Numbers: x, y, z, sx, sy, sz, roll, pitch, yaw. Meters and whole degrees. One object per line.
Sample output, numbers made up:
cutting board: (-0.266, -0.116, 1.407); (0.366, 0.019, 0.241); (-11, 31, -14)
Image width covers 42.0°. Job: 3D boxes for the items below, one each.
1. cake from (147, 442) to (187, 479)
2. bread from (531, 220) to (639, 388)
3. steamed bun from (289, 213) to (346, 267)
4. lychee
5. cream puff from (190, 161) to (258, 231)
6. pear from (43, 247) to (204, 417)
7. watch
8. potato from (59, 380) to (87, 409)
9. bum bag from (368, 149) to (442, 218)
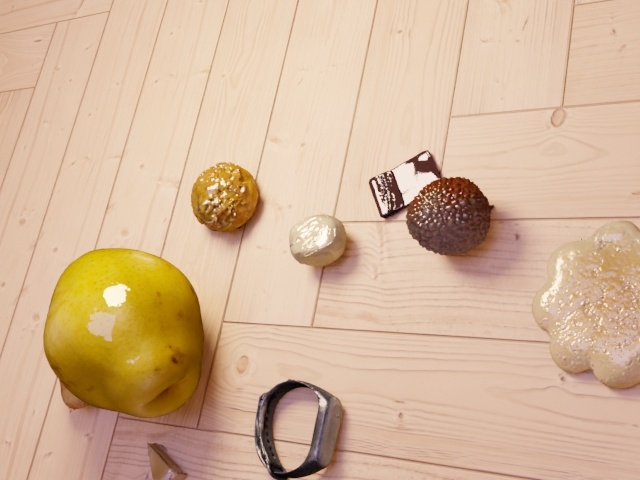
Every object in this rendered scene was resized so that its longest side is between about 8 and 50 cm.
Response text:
cake: (-0.360, 0.504, 1.869); (0.065, 0.052, 0.121); (-52, 53, 4)
bread: (0.529, 0.108, 1.492); (0.316, 0.054, 0.316); (-12, 64, 26)
steamed bun: (0.000, 0.000, 1.849); (0.130, 0.091, 0.113); (-18, 58, 23)
lychee: (0.265, -0.049, 1.675); (0.165, 0.197, 0.165); (14, 108, 52)
cream puff: (-0.243, -0.106, 2.030); (0.189, 0.129, 0.189); (-16, 59, 29)
pear: (-0.435, 0.207, 1.873); (0.362, 0.362, 0.418); (-49, 57, 4)
watch: (-0.054, 0.393, 1.721); (0.193, 0.068, 0.206); (-4, 63, 34)
potato: (-0.593, 0.330, 2.062); (0.118, 0.109, 0.178); (-4, 70, 7)
bum bag: (0.185, -0.126, 1.832); (0.159, 0.026, 0.109); (-30, 55, 17)
